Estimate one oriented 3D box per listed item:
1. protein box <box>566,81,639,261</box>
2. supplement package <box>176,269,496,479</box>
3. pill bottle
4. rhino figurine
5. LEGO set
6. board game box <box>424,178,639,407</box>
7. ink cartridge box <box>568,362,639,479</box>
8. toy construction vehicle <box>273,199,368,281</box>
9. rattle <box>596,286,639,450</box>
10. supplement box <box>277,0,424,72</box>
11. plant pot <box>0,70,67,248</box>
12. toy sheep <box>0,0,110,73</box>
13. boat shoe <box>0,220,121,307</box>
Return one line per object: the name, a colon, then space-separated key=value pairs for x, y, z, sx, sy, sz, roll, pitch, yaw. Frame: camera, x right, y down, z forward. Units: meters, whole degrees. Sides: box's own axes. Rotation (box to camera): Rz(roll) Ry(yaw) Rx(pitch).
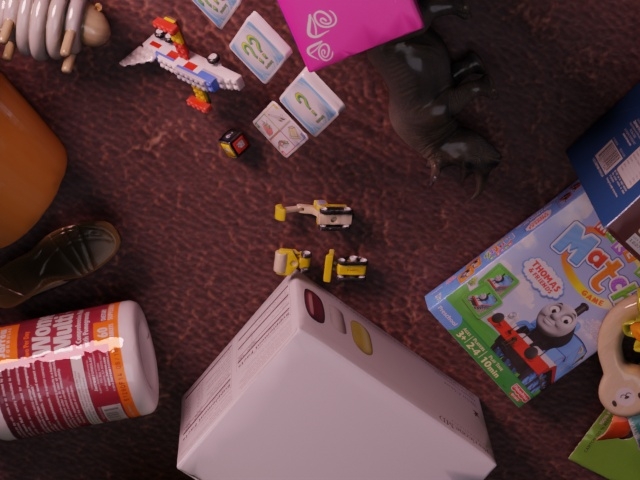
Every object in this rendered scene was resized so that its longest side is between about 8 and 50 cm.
protein box: x=0.369 y=-0.077 z=1.514 sx=0.136 sy=0.200 sz=0.201 roll=41 pitch=106 yaw=-18
supplement package: x=0.015 y=0.199 z=1.654 sx=0.262 sy=0.145 sz=0.204 roll=35 pitch=108 yaw=-17
pill bottle: x=-0.285 y=0.139 z=1.627 sx=0.221 sy=0.121 sz=0.121 roll=-11 pitch=114 yaw=2
rhino figurine: x=0.114 y=-0.146 z=1.543 sx=0.106 sy=0.073 sz=0.243 roll=-21 pitch=115 yaw=3
LEGO set: x=-0.089 y=-0.143 z=1.472 sx=0.182 sy=0.244 sz=0.060 roll=47 pitch=69 yaw=-4
board game box: x=0.242 y=0.056 z=1.657 sx=0.211 sy=0.039 sz=0.160 roll=-39 pitch=110 yaw=13
ink cartridge box: x=0.430 y=0.248 z=1.719 sx=0.255 sy=0.097 sz=0.189 roll=28 pitch=110 yaw=-15
toy construction vehicle: x=0.000 y=0.000 z=1.627 sx=0.098 sy=0.035 sz=0.086 roll=-1 pitch=117 yaw=-9
rattle: x=0.332 y=0.157 z=1.610 sx=0.130 sy=0.143 sz=0.200 roll=21 pitch=113 yaw=-11
supplement box: x=0.017 y=-0.250 z=1.411 sx=0.114 sy=0.220 sz=0.111 roll=-22 pitch=113 yaw=7
plant pot: x=-0.351 y=-0.092 z=1.493 sx=0.205 sy=0.205 sz=0.188 roll=-41 pitch=125 yaw=15
toy sheep: x=-0.262 y=-0.209 z=1.492 sx=0.132 sy=0.091 sz=0.091 roll=13 pitch=113 yaw=-2
boat shoe: x=-0.269 y=0.020 z=1.614 sx=0.152 sy=0.049 sz=0.056 roll=-23 pitch=94 yaw=12
